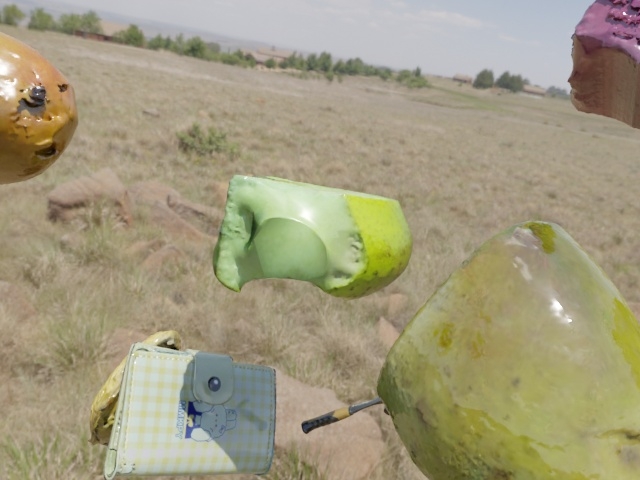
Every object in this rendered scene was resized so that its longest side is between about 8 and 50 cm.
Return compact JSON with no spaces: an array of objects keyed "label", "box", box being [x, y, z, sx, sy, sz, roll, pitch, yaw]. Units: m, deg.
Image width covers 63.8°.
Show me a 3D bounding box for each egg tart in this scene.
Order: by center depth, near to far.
[{"label":"egg tart","box":[-0.377,0.325,1.105,0.094,0.279,0.279,28,23,12]}]

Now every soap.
[{"label":"soap","box":[0.459,-0.280,0.738,0.127,0.220,0.324,33,6,27]}]

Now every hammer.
[{"label":"hammer","box":[0.050,0.312,0.946,0.200,0.021,0.078,-27,22,22]}]

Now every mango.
[{"label":"mango","box":[-0.370,-0.145,0.542,0.248,0.156,0.151,12,7,14]}]

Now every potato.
[{"label":"potato","box":[0.262,0.149,0.556,0.329,0.213,0.280,-18,44,-19]}]

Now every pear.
[{"label":"pear","box":[0.000,0.000,0.806,0.281,0.177,0.286,8,8,5]}]

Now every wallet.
[{"label":"wallet","box":[-0.216,0.313,0.932,0.077,0.224,0.309,-16,-29,42]}]
